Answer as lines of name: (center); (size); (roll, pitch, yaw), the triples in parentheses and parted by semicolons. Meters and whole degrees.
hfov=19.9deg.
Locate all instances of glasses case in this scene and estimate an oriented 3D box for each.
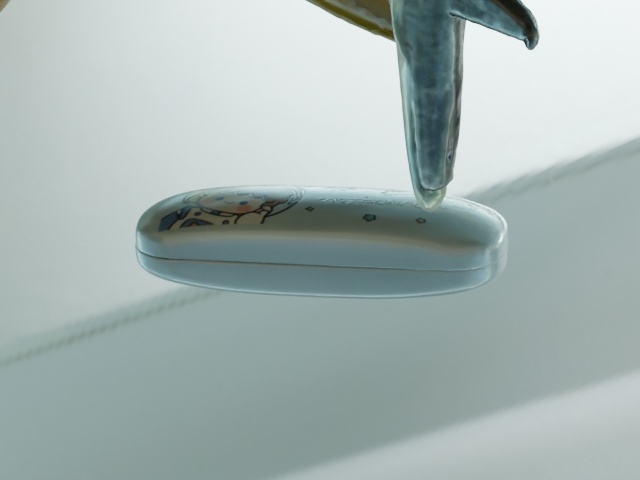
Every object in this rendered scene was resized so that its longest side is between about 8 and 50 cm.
glasses case: (0.000, 0.000, 0.871); (0.178, 0.045, 0.067); (2, -159, 10)

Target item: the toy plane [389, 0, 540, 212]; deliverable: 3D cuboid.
toy plane: (0.041, -0.116, 0.493); (0.192, 0.262, 0.088); (-23, -149, -28)

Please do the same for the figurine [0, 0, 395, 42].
figurine: (-0.112, -0.226, 0.926); (0.401, 0.268, 0.387); (-22, -161, -26)
